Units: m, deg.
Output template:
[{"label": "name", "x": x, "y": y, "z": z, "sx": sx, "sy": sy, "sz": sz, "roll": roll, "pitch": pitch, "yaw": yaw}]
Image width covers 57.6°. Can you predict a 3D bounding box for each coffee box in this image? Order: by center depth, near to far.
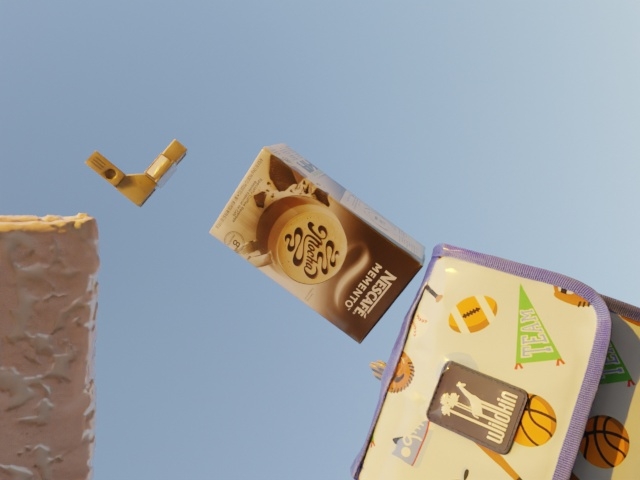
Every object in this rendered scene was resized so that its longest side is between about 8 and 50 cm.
[{"label": "coffee box", "x": 0.000, "y": 0.000, "z": 0.931, "sx": 0.297, "sy": 0.168, "sz": 0.119, "roll": 36, "pitch": -162, "yaw": 2}]

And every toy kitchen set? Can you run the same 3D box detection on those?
[{"label": "toy kitchen set", "x": -0.199, "y": -0.091, "z": 0.634, "sx": 0.075, "sy": 0.068, "sz": 0.083, "roll": 40, "pitch": -98, "yaw": -10}]

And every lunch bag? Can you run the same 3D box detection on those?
[{"label": "lunch bag", "x": 0.255, "y": 0.212, "z": 0.664, "sx": 0.386, "sy": 0.239, "sz": 0.327, "roll": 22, "pitch": -97, "yaw": -5}]

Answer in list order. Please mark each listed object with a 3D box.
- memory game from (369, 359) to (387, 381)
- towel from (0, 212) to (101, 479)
[{"label": "memory game", "x": 0.160, "y": 0.258, "z": 0.972, "sx": 0.186, "sy": 0.186, "sz": 0.012, "roll": 44, "pitch": -110, "yaw": -21}, {"label": "towel", "x": -0.381, "y": 0.138, "z": 0.563, "sx": 0.317, "sy": 0.053, "sz": 0.331, "roll": -2, "pitch": -72, "yaw": -33}]
